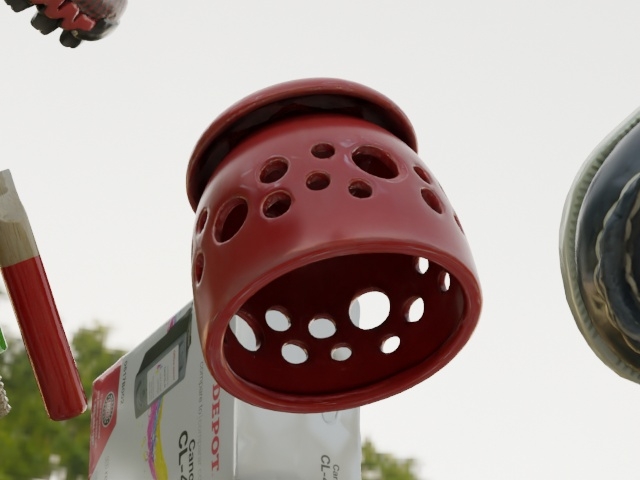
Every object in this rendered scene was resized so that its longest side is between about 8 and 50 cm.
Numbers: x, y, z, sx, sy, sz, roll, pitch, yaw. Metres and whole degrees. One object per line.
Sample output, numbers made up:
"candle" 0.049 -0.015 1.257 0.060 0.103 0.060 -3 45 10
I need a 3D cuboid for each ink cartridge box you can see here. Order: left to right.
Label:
"ink cartridge box" -0.096 0.183 1.548 0.131 0.226 0.306 16 -34 -26

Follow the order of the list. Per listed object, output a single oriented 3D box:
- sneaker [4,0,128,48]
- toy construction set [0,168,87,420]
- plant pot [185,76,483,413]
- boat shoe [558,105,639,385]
"sneaker" -0.171 -0.228 1.008 0.135 0.097 0.276 -36 -42 0
"toy construction set" -0.301 0.026 0.870 0.309 0.257 0.237 -18 -82 -20
"plant pot" 0.000 0.000 1.163 0.191 0.174 0.191 -9 -41 -8
"boat shoe" 0.168 -0.014 0.294 0.255 0.079 0.095 -7 -82 9
